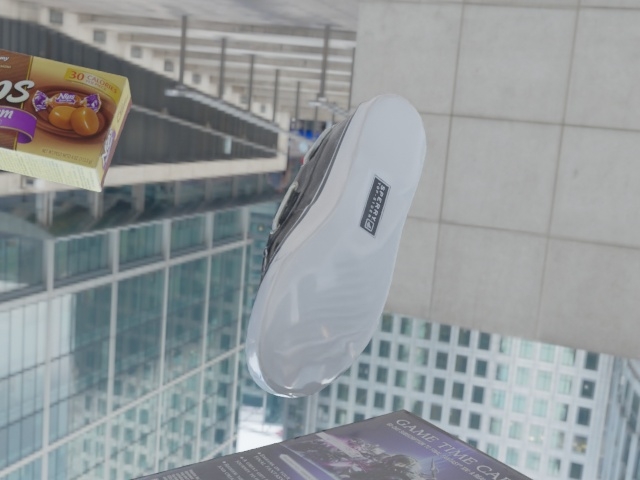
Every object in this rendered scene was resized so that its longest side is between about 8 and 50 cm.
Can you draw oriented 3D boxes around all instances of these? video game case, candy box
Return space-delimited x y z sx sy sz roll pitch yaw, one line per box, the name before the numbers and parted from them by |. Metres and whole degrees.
video game case | 0.009 0.194 0.591 0.274 0.026 0.196 -6 -169 -29
candy box | -0.291 -0.124 0.779 0.186 0.109 0.053 14 155 -3

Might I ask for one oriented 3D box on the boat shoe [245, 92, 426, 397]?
boat shoe | 0.000 0.000 0.707 0.108 0.301 0.102 36 150 -28
